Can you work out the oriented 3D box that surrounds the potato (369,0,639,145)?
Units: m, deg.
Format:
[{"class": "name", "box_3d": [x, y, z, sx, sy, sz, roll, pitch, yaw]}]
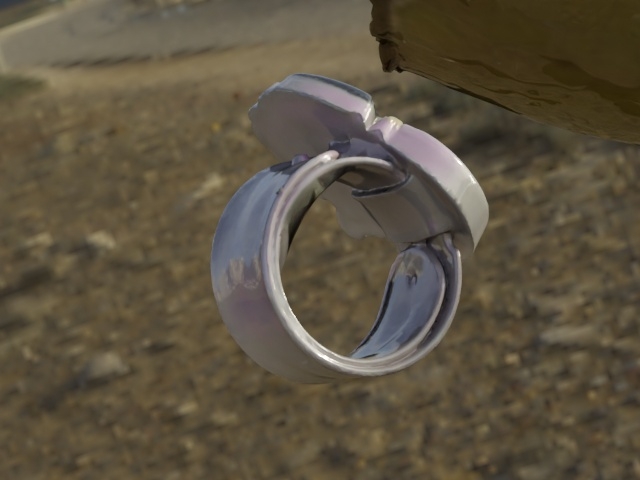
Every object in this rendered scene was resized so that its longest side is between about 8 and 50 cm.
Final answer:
[{"class": "potato", "box_3d": [0.212, -0.245, 0.806, 0.319, 0.442, 0.385, 13, -7, 11]}]

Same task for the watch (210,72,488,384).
[{"class": "watch", "box_3d": [0.000, 0.000, 1.661, 0.231, 0.244, 0.196, -51, 17, -22]}]
